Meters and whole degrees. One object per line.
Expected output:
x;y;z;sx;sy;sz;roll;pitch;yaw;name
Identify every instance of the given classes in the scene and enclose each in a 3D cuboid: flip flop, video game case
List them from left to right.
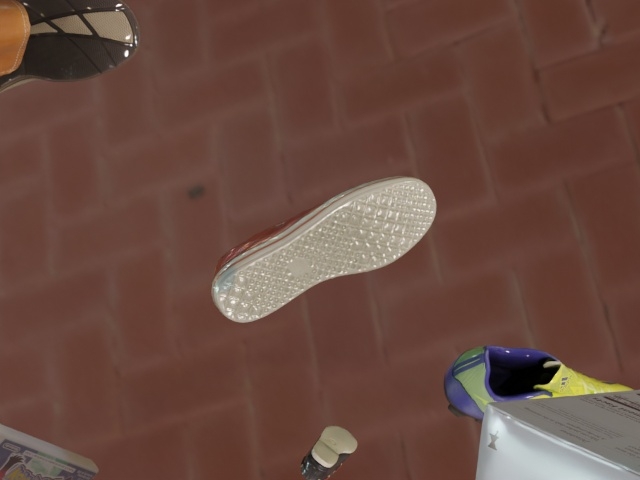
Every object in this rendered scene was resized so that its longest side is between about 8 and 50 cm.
-0.358;0.287;1.484;0.183;0.201;0.023;-46;57;2;video game case
-0.332;-0.221;1.572;0.277;0.080;0.112;-16;101;20;flip flop

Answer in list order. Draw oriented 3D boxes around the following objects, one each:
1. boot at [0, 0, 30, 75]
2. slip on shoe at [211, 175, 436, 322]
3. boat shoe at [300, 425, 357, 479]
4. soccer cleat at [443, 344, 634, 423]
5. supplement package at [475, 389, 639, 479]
-0.346;-0.158;1.121;0.220;0.283;0.109;-4;91;-18;boot
0.000;0.000;1.858;0.331;0.123;0.101;-27;26;-5;slip on shoe
0.010;0.283;1.829;0.049;0.133;0.042;39;111;9;boat shoe
0.291;0.190;1.681;0.289;0.121;0.093;13;56;-21;soccer cleat
0.220;0.223;0.811;0.262;0.145;0.204;19;106;57;supplement package
